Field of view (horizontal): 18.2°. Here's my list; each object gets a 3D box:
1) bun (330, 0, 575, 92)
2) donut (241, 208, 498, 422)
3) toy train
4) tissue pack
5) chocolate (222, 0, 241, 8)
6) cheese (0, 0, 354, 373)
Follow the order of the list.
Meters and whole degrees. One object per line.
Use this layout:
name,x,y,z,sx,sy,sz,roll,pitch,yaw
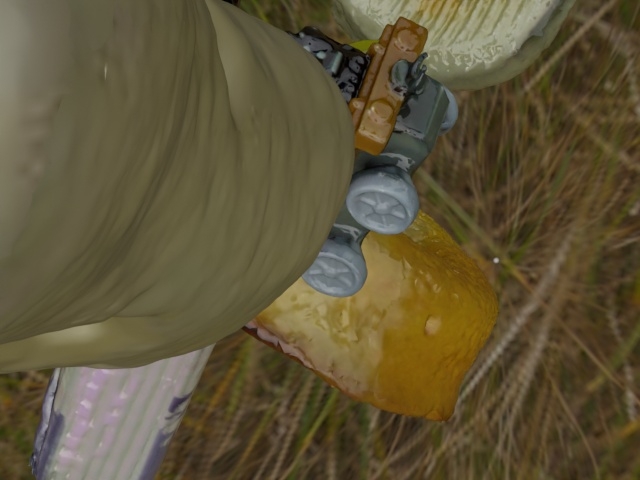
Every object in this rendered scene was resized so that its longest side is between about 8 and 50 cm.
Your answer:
bun,0.113,-0.229,1.576,0.243,0.153,0.244,0,88,8
donut,0.000,0.000,1.434,0.303,0.303,0.110,37,101,4
toy train,-0.007,-0.048,1.097,0.127,0.219,0.089,26,54,-8
tissue pack,-0.146,0.050,1.780,0.125,0.242,0.344,21,134,-6
chocolate,-0.128,-0.206,1.512,0.124,0.127,0.133,-40,50,24
cheese,-0.088,-0.025,0.558,0.351,0.328,0.130,0,86,50
